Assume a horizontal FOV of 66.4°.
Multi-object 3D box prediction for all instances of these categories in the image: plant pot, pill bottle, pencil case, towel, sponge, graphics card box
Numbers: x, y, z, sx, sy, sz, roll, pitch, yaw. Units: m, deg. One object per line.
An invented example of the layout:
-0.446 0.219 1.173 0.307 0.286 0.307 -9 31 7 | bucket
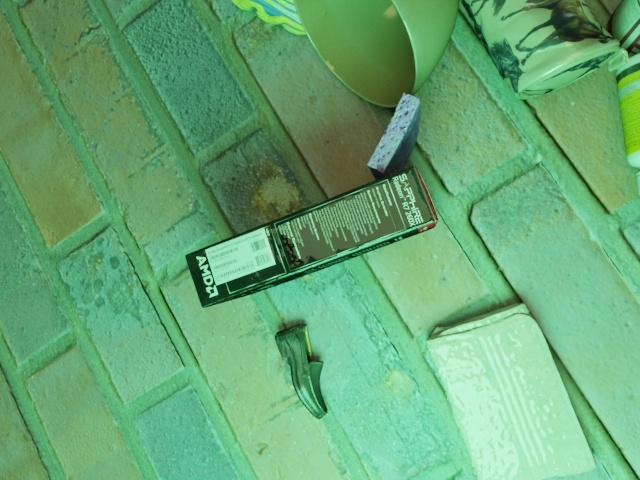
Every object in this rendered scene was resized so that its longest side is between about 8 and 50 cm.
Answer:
0.115 -0.391 0.797 0.191 0.284 0.284 -42 78 -12 | plant pot
0.530 -0.179 0.747 0.119 0.119 0.209 -5 85 12 | pill bottle
0.321 -0.424 0.791 0.183 0.160 0.411 -25 81 13 | pencil case
0.304 0.259 0.805 0.187 0.049 0.283 -20 83 12 | towel
0.123 -0.149 0.791 0.031 0.210 0.117 26 93 11 | sponge
0.000 0.000 0.797 0.370 0.233 0.094 -22 86 11 | graphics card box
0.513 -0.350 0.710 0.121 0.221 0.121 -1 86 12 | pill bottle

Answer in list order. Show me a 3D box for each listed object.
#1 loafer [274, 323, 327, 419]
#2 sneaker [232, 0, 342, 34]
-0.022 0.232 0.874 0.061 0.062 0.170 -26 82 5 | loafer
-0.080 -0.457 0.901 0.240 0.126 0.091 19 90 14 | sneaker
